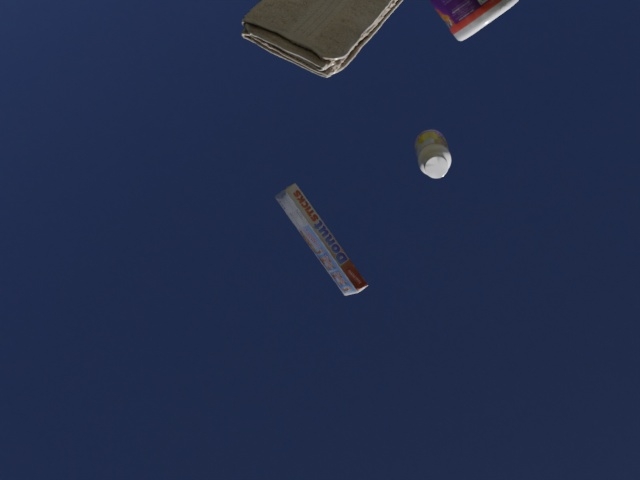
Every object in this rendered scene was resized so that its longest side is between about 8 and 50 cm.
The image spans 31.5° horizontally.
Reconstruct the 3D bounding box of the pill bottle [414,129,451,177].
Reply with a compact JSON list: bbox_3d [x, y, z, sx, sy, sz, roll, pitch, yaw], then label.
[{"bbox_3d":[0.147,-0.111,1.475,0.043,0.043,0.083,-24,-156,10],"label":"pill bottle"}]

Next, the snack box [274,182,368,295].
[{"bbox_3d":[0.000,0.000,1.613,0.022,0.178,0.064,-37,-176,-18],"label":"snack box"}]

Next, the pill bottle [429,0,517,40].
[{"bbox_3d":[0.182,-0.385,1.578,0.108,0.193,0.108,-35,-175,4],"label":"pill bottle"}]

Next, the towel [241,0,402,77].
[{"bbox_3d":[0.014,-0.394,1.880,0.187,0.049,0.282,27,-123,15],"label":"towel"}]
